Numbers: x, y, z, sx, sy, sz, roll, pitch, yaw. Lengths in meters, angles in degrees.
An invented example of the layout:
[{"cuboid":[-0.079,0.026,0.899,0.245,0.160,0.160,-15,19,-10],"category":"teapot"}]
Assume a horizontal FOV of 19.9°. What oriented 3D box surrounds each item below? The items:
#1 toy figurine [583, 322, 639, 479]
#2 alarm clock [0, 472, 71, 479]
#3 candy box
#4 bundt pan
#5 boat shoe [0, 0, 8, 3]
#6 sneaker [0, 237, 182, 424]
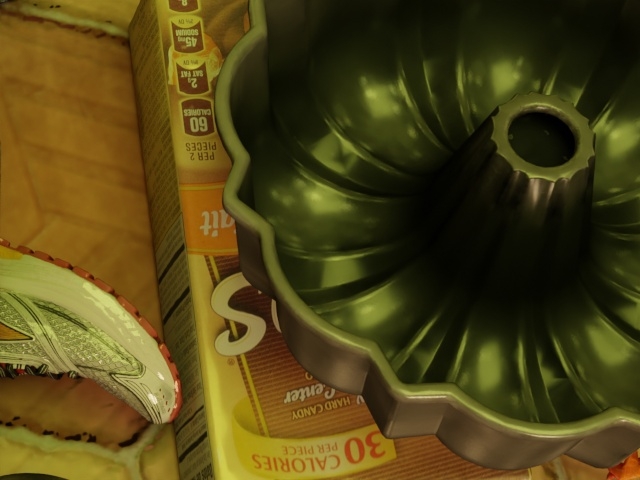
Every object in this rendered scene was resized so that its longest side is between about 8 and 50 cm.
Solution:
[{"cuboid":[0.208,0.112,1.060,0.173,0.130,0.159,-26,90,-47],"category":"toy figurine"},{"cuboid":[-0.137,0.186,0.963,0.192,0.064,0.129,-5,73,-22],"category":"alarm clock"},{"cuboid":[0.000,0.000,1.053,0.183,0.087,0.316,-3,71,-18],"category":"candy box"},{"cuboid":[0.101,-0.022,0.953,0.331,0.124,0.331,4,59,-7],"category":"bundt pan"},{"cuboid":[-0.151,-0.210,1.099,0.183,0.065,0.083,-32,85,-18],"category":"boat shoe"},{"cuboid":[-0.180,0.050,0.991,0.225,0.088,0.093,24,71,2],"category":"sneaker"}]
